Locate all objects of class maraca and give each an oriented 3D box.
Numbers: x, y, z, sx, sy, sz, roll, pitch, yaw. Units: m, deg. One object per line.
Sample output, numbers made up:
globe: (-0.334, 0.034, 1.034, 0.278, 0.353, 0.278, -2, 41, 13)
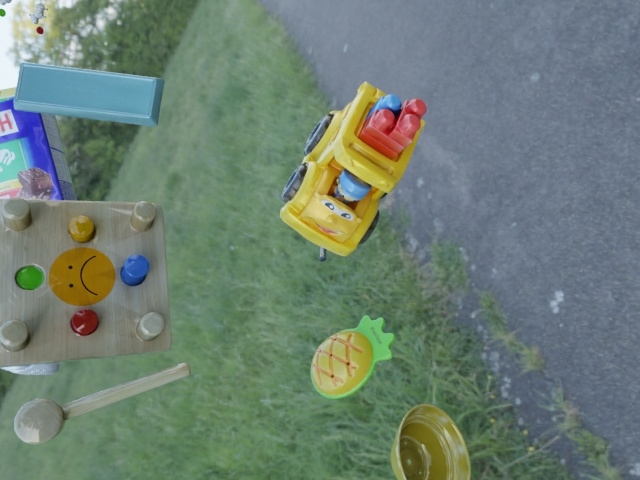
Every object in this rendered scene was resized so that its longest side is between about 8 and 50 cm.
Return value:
maraca: (0.059, 0.221, 1.015, 0.185, 0.099, 0.127, -40, 49, 7)

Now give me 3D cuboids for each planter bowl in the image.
planter bowl: (0.218, 0.473, 1.149, 0.090, 0.217, 0.217, -35, 50, 43)

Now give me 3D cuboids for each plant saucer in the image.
plant saucer: (-0.306, -0.195, 0.700, 0.018, 0.191, 0.067, 90, -174, -83)

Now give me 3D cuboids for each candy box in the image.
candy box: (-0.698, -0.148, 1.148, 0.122, 0.268, 0.317, 172, 83, -80)

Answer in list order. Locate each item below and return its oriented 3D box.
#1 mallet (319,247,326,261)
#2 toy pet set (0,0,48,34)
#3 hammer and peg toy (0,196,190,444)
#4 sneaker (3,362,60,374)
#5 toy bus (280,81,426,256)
mallet: (0.000, 0.000, 1.373, 0.062, 0.039, 0.190, -19, 28, 21)
toy pet set: (-0.592, -0.477, 1.023, 0.065, 0.122, 0.114, 19, 92, 29)
hammer and peg toy: (-0.355, 0.110, 0.819, 0.127, 0.265, 0.362, -37, 58, 57)
sneaker: (-0.669, 0.183, 1.146, 0.101, 0.268, 0.153, 68, -137, -81)
toy bus: (0.062, -0.112, 0.762, 0.211, 0.149, 0.220, -34, 28, 61)
